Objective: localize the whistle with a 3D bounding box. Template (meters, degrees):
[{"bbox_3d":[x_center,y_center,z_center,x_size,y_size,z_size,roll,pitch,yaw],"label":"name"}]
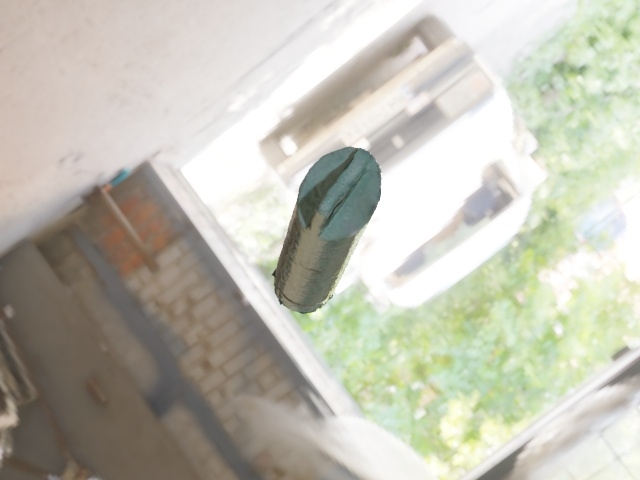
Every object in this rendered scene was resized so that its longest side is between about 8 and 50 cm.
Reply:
[{"bbox_3d":[0.000,0.000,0.965,0.062,0.062,0.312,-34,171,-14],"label":"whistle"}]
